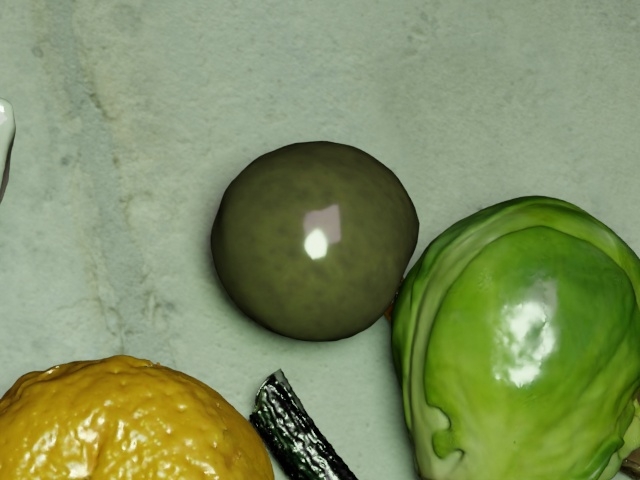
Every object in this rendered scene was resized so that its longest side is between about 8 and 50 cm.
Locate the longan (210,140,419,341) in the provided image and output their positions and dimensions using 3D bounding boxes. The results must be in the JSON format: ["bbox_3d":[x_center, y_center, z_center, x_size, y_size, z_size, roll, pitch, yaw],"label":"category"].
[{"bbox_3d":[0.000,0.000,1.831,0.248,0.248,0.248,6,65,-13],"label":"longan"}]

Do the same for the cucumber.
[{"bbox_3d":[0.000,0.262,1.796,0.067,0.067,0.245,-32,79,-26],"label":"cucumber"}]

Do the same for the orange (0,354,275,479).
[{"bbox_3d":[-0.206,0.288,1.601,0.340,0.293,0.341,-1,59,2],"label":"orange"}]

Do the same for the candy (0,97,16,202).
[{"bbox_3d":[-0.530,-0.079,1.757,0.358,0.145,0.208,11,65,-10],"label":"candy"}]

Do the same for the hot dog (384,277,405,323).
[{"bbox_3d":[0.094,0.071,1.923,0.049,0.037,0.122,-33,77,-22],"label":"hot dog"}]

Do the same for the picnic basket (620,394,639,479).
[{"bbox_3d":[0.388,0.195,1.938,0.110,0.055,0.193,30,62,2],"label":"picnic basket"}]

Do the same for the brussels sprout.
[{"bbox_3d":[0.226,0.122,1.801,0.315,0.275,0.371,49,60,-36],"label":"brussels sprout"}]
